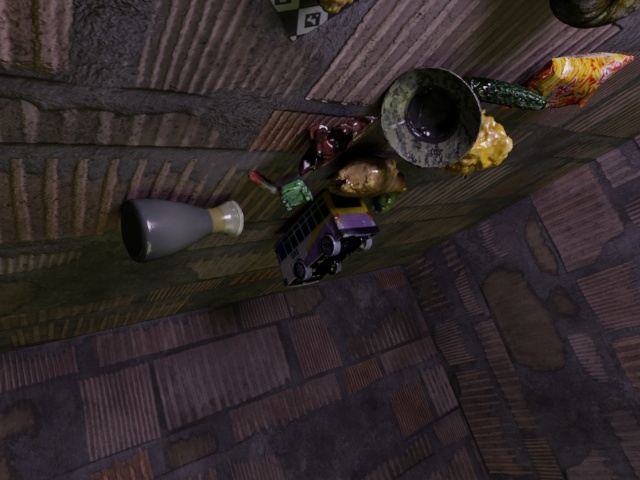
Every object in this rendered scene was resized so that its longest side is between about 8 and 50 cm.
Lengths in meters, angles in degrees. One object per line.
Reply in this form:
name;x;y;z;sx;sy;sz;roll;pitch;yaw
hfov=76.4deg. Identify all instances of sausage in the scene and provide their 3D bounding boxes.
sausage;-0.166;-0.170;1.259;0.029;0.030;0.223;-24;164;14

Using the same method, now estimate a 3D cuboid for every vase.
vase;-0.388;-0.049;1.183;0.321;0.174;0.173;-14;165;-44

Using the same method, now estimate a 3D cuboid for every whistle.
whistle;0.259;-0.169;1.681;0.084;0.105;0.227;14;162;-6

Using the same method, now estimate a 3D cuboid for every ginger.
ginger;0.164;-0.185;1.381;0.236;0.166;0.375;-33;156;14

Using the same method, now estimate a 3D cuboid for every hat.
hat;0.294;-0.332;1.057;0.265;0.265;0.128;-34;-166;42

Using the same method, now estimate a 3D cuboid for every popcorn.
popcorn;0.436;-0.288;1.229;0.190;0.192;0.253;-23;180;-43

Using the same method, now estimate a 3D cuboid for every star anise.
star anise;0.025;-0.268;1.072;0.271;0.103;0.272;-35;-173;5

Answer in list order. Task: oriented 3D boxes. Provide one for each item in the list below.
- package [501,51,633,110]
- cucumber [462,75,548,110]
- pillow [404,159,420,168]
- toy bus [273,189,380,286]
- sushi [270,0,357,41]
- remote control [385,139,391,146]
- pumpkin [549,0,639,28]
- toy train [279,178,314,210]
package;0.712;-0.465;1.198;0.287;0.109;0.223;-5;164;-9
cucumber;0.515;-0.404;1.126;0.293;0.068;0.067;2;158;-20
pillow;0.382;-0.304;1.443;0.150;0.048;0.090;-30;165;39
toy bus;0.000;0.000;1.640;0.209;0.250;0.440;-6;154;-40
sushi;0.038;-0.427;0.583;0.292;0.059;0.294;-23;165;14
remote control;0.319;-0.356;1.231;0.260;0.029;0.067;-26;171;26
pumpkin;0.547;-0.505;0.758;0.223;0.157;0.224;-12;155;-6
toy train;-0.083;-0.158;1.331;0.099;0.081;0.149;-21;159;6
